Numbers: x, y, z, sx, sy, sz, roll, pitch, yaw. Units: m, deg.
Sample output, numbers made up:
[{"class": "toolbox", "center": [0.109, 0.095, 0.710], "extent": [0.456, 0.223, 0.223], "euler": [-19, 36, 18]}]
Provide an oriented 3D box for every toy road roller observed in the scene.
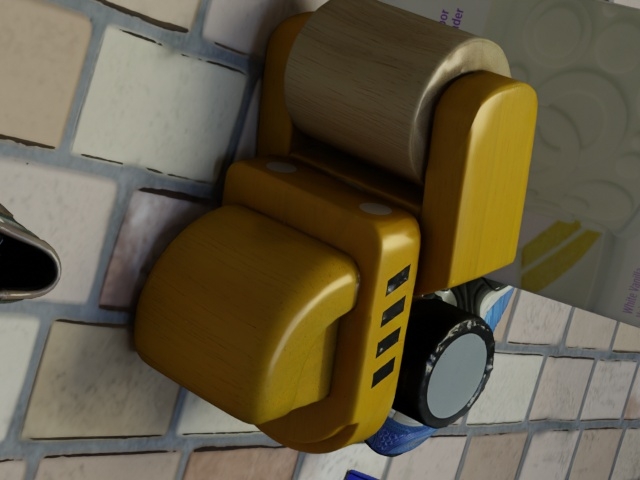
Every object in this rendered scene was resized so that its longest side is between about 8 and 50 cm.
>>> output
[{"class": "toy road roller", "center": [0.000, 0.000, 1.174], "extent": [0.241, 0.202, 0.329], "euler": [-16, 122, -45]}]

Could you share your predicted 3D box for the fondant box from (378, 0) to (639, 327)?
[{"class": "fondant box", "center": [0.185, -0.079, 1.307], "extent": [0.096, 0.330, 0.238], "euler": [5, 101, -60]}]

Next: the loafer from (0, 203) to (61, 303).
[{"class": "loafer", "center": [-0.240, -0.007, 0.847], "extent": [0.267, 0.084, 0.096], "euler": [7, 100, -62]}]

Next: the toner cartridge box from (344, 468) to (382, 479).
[{"class": "toner cartridge box", "center": [0.046, 0.412, 1.526], "extent": [0.075, 0.165, 0.347], "euler": [35, 76, -61]}]

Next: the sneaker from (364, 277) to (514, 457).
[{"class": "sneaker", "center": [0.108, 0.068, 1.508], "extent": [0.330, 0.130, 0.147], "euler": [-57, 175, -42]}]
